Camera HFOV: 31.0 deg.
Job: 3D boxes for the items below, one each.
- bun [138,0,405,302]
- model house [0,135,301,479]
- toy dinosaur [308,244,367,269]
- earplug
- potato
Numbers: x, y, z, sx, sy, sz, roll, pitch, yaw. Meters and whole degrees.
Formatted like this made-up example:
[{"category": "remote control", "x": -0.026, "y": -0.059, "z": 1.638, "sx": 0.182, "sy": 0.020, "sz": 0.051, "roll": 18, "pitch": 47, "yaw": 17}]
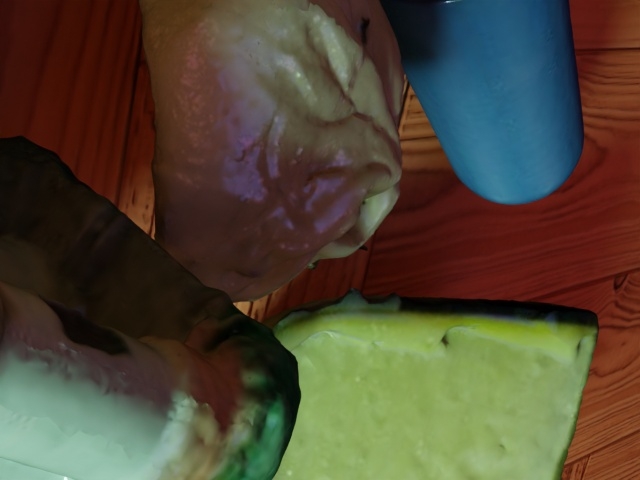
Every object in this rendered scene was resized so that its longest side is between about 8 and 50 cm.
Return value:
[{"category": "bun", "x": -0.022, "y": -0.071, "z": 0.616, "sx": 0.133, "sy": 0.231, "sz": 0.231, "roll": 0, "pitch": 123, "yaw": 1}, {"category": "model house", "x": -0.202, "y": 0.024, "z": 0.421, "sx": 0.194, "sy": 0.267, "sz": 0.325, "roll": -55, "pitch": 142, "yaw": -1}, {"category": "toy dinosaur", "x": -0.002, "y": 0.003, "z": 0.833, "sx": 0.113, "sy": 0.026, "sz": 0.041, "roll": 27, "pitch": 75, "yaw": -43}, {"category": "earplug", "x": 0.122, "y": -0.124, "z": 0.818, "sx": 0.132, "sy": 0.132, "sz": 0.273, "roll": -49, "pitch": 144, "yaw": -14}, {"category": "potato", "x": 0.011, "y": 0.170, "z": 0.848, "sx": 0.280, "sy": 0.213, "sz": 0.330, "roll": 23, "pitch": 73, "yaw": -27}]
